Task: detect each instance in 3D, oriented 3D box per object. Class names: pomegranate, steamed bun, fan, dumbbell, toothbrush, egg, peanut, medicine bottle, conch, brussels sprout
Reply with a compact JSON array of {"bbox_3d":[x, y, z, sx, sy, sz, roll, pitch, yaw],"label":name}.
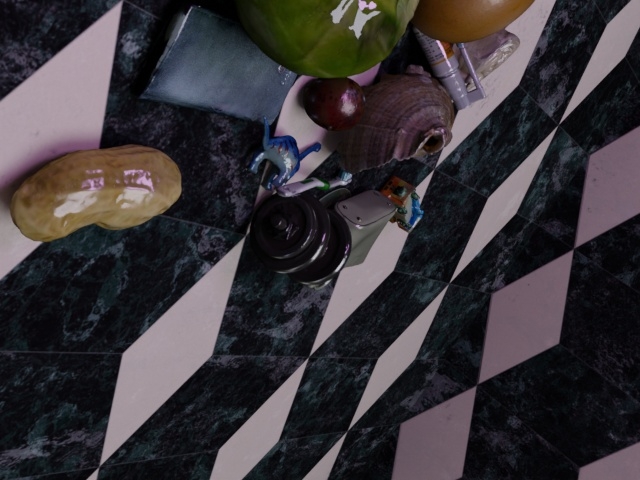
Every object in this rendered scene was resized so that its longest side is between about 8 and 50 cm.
[{"bbox_3d":[0.040,-0.301,1.825,0.129,0.129,0.159,6,118,-59],"label":"pomegranate"},{"bbox_3d":[0.348,-0.443,2.117,0.211,0.144,0.218,-40,-179,2],"label":"steamed bun"},{"bbox_3d":[0.015,-0.029,2.246,0.223,0.012,0.294,-54,153,1],"label":"fan"},{"bbox_3d":[-0.042,-0.005,1.985,0.192,0.192,0.290,-52,153,1],"label":"dumbbell"},{"bbox_3d":[-0.005,-0.124,1.970,0.418,0.042,0.040,-25,140,-65],"label":"toothbrush"},{"bbox_3d":[0.309,-0.555,1.759,0.351,0.282,0.282,-49,153,2],"label":"egg"},{"bbox_3d":[-0.367,-0.080,1.461,0.305,0.147,0.147,-12,133,-47],"label":"peanut"},{"bbox_3d":[0.294,-0.405,2.005,0.092,0.221,0.061,-21,-160,24],"label":"medicine bottle"},{"bbox_3d":[0.162,-0.265,1.966,0.297,0.210,0.352,-29,-177,-2],"label":"conch"},{"bbox_3d":[0.023,-0.430,1.477,0.355,0.281,0.289,-46,121,-17],"label":"brussels sprout"}]

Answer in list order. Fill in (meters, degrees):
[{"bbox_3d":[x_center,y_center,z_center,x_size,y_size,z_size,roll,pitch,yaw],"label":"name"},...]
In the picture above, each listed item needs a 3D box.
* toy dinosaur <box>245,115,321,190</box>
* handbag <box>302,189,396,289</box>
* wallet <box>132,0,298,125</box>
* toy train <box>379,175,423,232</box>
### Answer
[{"bbox_3d":[-0.083,-0.164,1.853,0.144,0.076,0.329,-61,159,6],"label":"toy dinosaur"},{"bbox_3d":[0.067,0.029,2.274,0.241,0.109,0.315,-23,144,-46],"label":"handbag"},{"bbox_3d":[-0.163,-0.308,1.590,0.379,0.046,0.191,0,125,-58],"label":"wallet"},{"bbox_3d":[0.215,-0.099,2.371,0.072,0.099,0.188,-48,152,-13],"label":"toy train"}]
